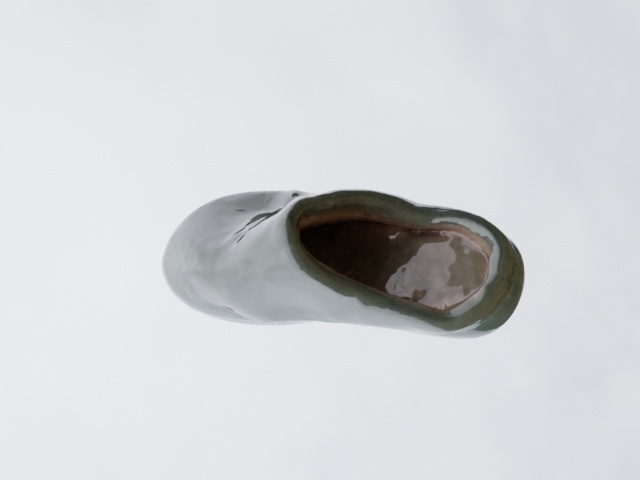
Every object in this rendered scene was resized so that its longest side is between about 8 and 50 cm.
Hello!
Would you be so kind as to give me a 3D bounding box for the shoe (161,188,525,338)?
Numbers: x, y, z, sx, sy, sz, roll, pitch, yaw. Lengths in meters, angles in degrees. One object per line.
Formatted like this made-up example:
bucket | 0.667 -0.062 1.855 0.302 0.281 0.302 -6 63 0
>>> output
shoe | 0.000 0.000 0.452 0.078 0.195 0.079 60 -136 -54
